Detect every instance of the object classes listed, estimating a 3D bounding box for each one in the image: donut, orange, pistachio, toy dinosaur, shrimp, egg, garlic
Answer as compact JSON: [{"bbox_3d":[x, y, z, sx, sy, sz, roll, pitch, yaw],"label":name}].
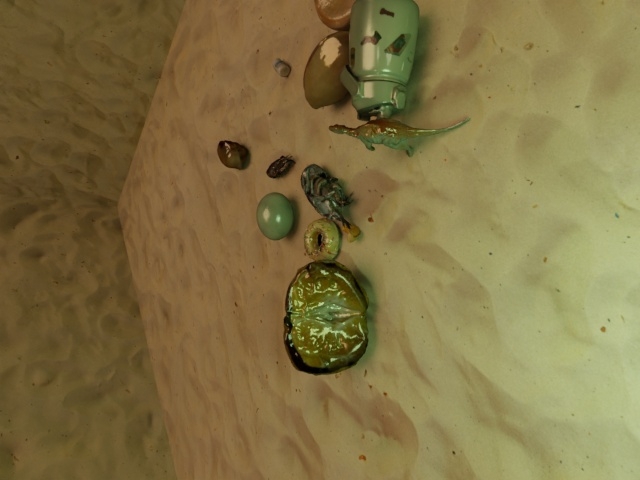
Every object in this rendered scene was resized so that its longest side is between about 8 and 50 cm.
[{"bbox_3d":[0.000,0.000,1.647,0.175,0.068,0.174,-9,78,50],"label":"donut"},{"bbox_3d":[0.018,0.244,1.473,0.210,0.271,0.368,148,124,-89],"label":"orange"},{"bbox_3d":[-0.429,-0.415,2.183,0.210,0.130,0.165,18,140,50],"label":"pistachio"},{"bbox_3d":[0.096,-0.029,1.537,0.083,0.067,0.038,30,129,21],"label":"donut"},{"bbox_3d":[0.228,-0.307,1.323,0.393,0.205,0.092,7,85,32],"label":"toy dinosaur"},{"bbox_3d":[0.007,-0.164,1.575,0.372,0.172,0.137,45,115,51],"label":"shrimp"},{"bbox_3d":[-0.181,-0.096,1.815,0.149,0.149,0.192,-2,92,51],"label":"egg"},{"bbox_3d":[0.081,-0.808,1.551,0.245,0.145,0.164,28,152,39],"label":"garlic"},{"bbox_3d":[0.044,-0.587,1.562,0.293,0.182,0.162,-43,38,48],"label":"pistachio"},{"bbox_3d":[-0.166,-0.308,1.883,0.190,0.073,0.074,-39,62,48],"label":"shrimp"}]

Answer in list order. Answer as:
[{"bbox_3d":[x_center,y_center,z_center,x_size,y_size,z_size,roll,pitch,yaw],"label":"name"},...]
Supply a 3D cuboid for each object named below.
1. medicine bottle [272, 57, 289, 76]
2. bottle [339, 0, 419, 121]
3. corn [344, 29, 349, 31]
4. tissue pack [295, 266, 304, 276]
[{"bbox_3d":[-0.171,-0.742,1.944,0.052,0.052,0.089,-58,46,29],"label":"medicine bottle"},{"bbox_3d":[0.179,-0.526,1.378,0.229,0.229,0.351,8,96,51],"label":"bottle"},{"bbox_3d":[0.090,-0.749,1.637,0.037,0.037,0.092,-54,52,33],"label":"corn"},{"bbox_3d":[-0.039,0.181,1.631,0.127,0.123,0.178,34,113,57],"label":"tissue pack"}]
